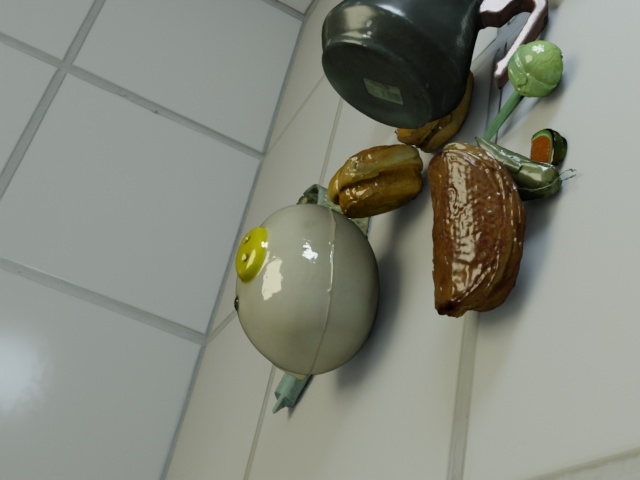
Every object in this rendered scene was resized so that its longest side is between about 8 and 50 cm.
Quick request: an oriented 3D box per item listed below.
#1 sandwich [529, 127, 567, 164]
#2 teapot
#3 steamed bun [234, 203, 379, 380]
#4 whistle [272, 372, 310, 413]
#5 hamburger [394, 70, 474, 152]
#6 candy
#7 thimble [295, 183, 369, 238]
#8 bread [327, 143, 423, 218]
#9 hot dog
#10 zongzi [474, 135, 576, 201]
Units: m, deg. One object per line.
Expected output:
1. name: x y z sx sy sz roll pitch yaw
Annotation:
1. sandwich: 0.363 -0.145 1.257 0.101 0.026 0.069 -177 106 -77
2. teapot: 0.223 -0.418 1.506 0.361 0.376 0.305 -59 -27 -16
3. steamed bun: -0.027 0.101 1.662 0.334 0.334 0.374 -53 23 40
4. whistle: -0.035 0.288 1.881 0.312 0.062 0.062 -62 16 17
5. hamburger: 0.248 -0.300 1.702 0.213 0.108 0.213 -58 16 27
6. candy: 0.330 -0.224 1.417 0.092 0.093 0.335 -57 -3 -40
7. thimble: 0.000 0.000 2.013 0.271 0.150 0.271 -57 18 30
8. bread: 0.123 -0.129 1.718 0.236 0.198 0.120 133 121 -69
9. hot dog: 0.236 -0.018 1.233 0.196 0.122 0.272 125 148 -66
10. zongzi: 0.311 -0.121 1.203 0.062 0.130 0.154 -39 10 -16
